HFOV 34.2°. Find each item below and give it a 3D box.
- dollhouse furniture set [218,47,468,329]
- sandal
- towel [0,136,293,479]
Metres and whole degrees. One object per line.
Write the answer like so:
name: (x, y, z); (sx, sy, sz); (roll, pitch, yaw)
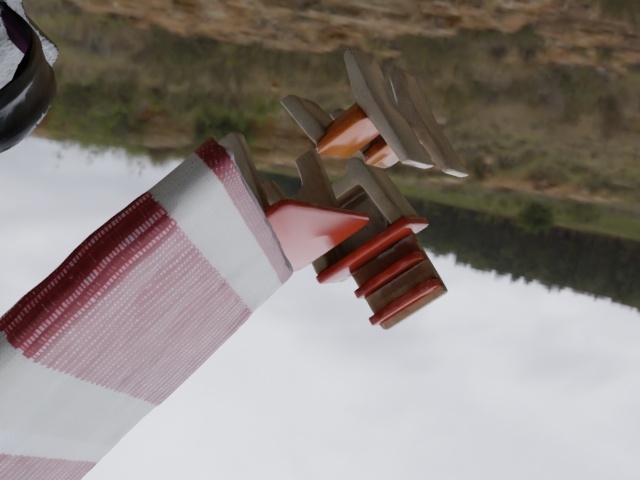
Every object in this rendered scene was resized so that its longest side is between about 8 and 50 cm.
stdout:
dollhouse furniture set: (0.000, 0.000, 0.815); (0.135, 0.262, 0.259); (61, -158, 15)
sandal: (-0.236, -0.097, 0.699); (0.107, 0.167, 0.446); (49, -177, -8)
towel: (-0.153, 0.095, 0.519); (0.037, 0.329, 0.237); (45, 174, 12)
